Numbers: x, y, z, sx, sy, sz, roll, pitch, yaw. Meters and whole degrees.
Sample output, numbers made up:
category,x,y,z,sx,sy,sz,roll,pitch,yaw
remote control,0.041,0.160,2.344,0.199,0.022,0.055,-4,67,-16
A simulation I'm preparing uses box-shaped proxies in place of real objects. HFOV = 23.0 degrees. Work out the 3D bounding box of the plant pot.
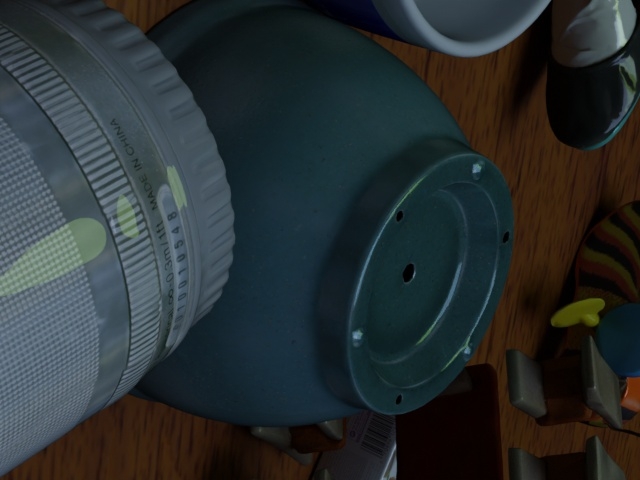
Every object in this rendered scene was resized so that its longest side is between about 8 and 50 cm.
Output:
category,x,y,z,sx,sy,sz,roll,pitch,yaw
plant pot,0.000,0.000,1.026,0.293,0.196,0.293,-28,129,-42

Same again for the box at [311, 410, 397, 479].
category,x,y,z,sx,sy,sz,roll,pitch,yaw
box,0.004,0.277,1.294,0.063,0.067,0.324,22,89,-55

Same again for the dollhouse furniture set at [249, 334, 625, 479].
category,x,y,z,sx,sy,sz,roll,pitch,yaw
dollhouse furniture set,0.094,0.118,1.187,0.135,0.262,0.259,45,40,-55

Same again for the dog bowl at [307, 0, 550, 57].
category,x,y,z,sx,sy,sz,roll,pitch,yaw
dog bowl,0.085,-0.264,1.071,0.265,0.104,0.264,-29,128,-44

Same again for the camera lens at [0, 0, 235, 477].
category,x,y,z,sx,sy,sz,roll,pitch,yaw
camera lens,-0.203,0.016,0.741,0.274,0.219,0.219,-32,132,-40

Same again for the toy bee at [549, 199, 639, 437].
category,x,y,z,sx,sy,sz,roll,pitch,yaw
toy bee,0.267,0.112,1.510,0.195,0.162,0.298,51,42,-43

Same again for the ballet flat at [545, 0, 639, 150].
category,x,y,z,sx,sy,sz,roll,pitch,yaw
ballet flat,0.246,-0.214,1.341,0.096,0.095,0.280,46,60,-42
